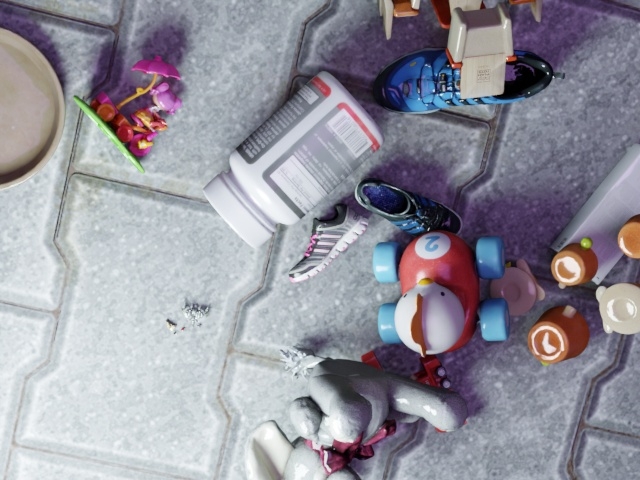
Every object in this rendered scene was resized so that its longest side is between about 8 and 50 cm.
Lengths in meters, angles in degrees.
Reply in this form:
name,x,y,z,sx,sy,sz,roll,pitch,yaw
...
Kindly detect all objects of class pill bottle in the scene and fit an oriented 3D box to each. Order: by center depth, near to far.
name,x,y,z,sx,sy,sz,roll,pitch,yaw
pill bottle,-0.047,-0.130,1.561,0.283,0.161,0.161,-42,99,2

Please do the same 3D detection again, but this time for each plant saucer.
name,x,y,z,sx,sy,sz,roll,pitch,yaw
plant saucer,-0.563,-0.219,1.570,0.278,0.041,0.278,-1,97,-5

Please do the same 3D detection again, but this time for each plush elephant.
name,x,y,z,sx,sy,sz,roll,pitch,yaw
plush elephant,0.027,0.339,1.569,0.272,0.330,0.255,2,101,-43

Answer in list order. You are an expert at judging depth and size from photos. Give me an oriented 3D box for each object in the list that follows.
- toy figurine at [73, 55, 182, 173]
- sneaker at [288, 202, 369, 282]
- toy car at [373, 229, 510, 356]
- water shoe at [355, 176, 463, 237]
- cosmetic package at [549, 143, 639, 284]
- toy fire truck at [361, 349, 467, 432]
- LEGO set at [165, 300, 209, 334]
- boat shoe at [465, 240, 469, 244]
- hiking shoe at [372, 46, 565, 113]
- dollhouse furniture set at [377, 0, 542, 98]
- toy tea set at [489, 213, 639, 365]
name,x,y,z,sx,sy,sz,roll,pitch,yaw
toy figurine,-0.292,-0.223,1.565,0.159,0.130,0.173,-43,121,-7
sneaker,0.000,0.000,1.633,0.170,0.063,0.075,-42,99,-3
toy car,0.182,0.098,1.540,0.219,0.238,0.210,-3,97,18
water shoe,0.154,-0.046,1.628,0.203,0.080,0.073,21,96,-7
cosmetic package,0.522,-0.048,1.667,0.099,0.060,0.239,39,93,-9
toy fire truck,0.167,0.270,1.689,0.135,0.047,0.192,-25,100,0
LEGO set,-0.231,0.137,1.652,0.054,0.023,0.083,42,93,-9
boat shoe,0.245,0.075,1.675,0.056,0.048,0.153,-1,91,19
hiking shoe,0.240,-0.277,1.578,0.304,0.132,0.113,-9,98,-3
dollhouse furniture set,0.232,-0.361,1.525,0.262,0.259,0.135,-7,134,-1
toy tea set,0.468,0.082,1.618,0.336,0.124,0.200,-29,82,33
